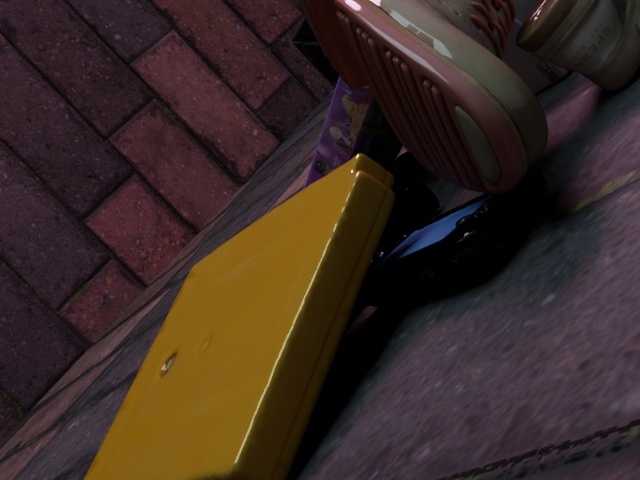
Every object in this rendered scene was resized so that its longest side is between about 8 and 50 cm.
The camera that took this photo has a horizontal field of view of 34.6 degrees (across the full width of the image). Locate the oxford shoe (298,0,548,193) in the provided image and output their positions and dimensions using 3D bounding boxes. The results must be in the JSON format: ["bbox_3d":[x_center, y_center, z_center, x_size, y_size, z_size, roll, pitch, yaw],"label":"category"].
[{"bbox_3d":[0.091,-0.169,0.802,0.146,0.140,0.397,-28,35,-2],"label":"oxford shoe"}]

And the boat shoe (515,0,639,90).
[{"bbox_3d":[0.256,-0.223,0.903,0.109,0.098,0.302,-54,2,40],"label":"boat shoe"}]

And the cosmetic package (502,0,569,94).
[{"bbox_3d":[0.236,-0.262,1.062,0.238,0.127,0.107,-47,8,-28],"label":"cosmetic package"}]

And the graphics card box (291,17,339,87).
[{"bbox_3d":[0.150,-0.346,1.268,0.371,0.094,0.233,-36,-10,-40],"label":"graphics card box"}]

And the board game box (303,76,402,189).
[{"bbox_3d":[0.067,-0.152,1.171,0.208,0.056,0.347,-54,-8,-34],"label":"board game box"}]

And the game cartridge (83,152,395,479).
[{"bbox_3d":[-0.075,0.096,0.838,0.323,0.052,0.285,-29,32,52],"label":"game cartridge"}]

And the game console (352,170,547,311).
[{"bbox_3d":[0.059,0.011,0.845,0.213,0.044,0.361,-49,11,-28],"label":"game console"}]
